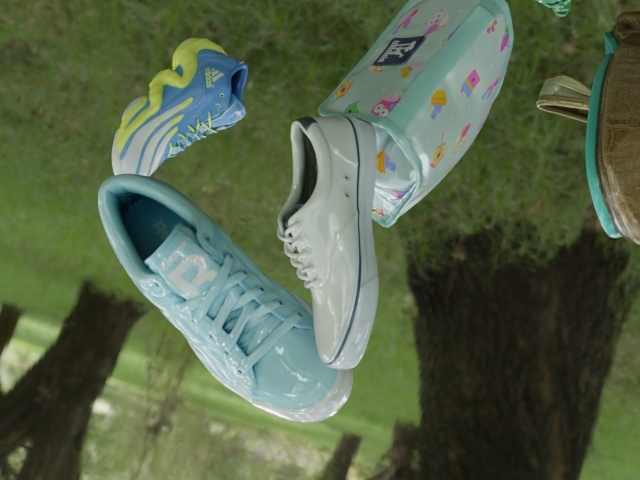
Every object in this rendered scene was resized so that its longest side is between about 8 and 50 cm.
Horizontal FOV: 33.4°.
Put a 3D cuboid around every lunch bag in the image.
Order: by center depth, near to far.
[{"bbox_3d":[0.111,-0.163,1.238,0.160,0.223,0.262,38,164,6],"label":"lunch bag"}]

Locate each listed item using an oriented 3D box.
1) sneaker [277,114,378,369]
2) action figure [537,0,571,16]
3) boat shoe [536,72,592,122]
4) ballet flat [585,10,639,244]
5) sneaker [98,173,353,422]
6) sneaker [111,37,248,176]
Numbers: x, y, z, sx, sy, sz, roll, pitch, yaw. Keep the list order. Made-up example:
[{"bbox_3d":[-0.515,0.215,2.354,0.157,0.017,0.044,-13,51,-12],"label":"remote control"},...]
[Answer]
[{"bbox_3d":[0.000,0.000,1.070,0.091,0.258,0.094,3,172,-25],"label":"sneaker"},{"bbox_3d":[0.274,-0.369,1.314,0.137,0.063,0.232,3,142,29],"label":"action figure"},{"bbox_3d":[0.351,-0.161,1.357,0.153,0.048,0.056,25,163,-1],"label":"boat shoe"},{"bbox_3d":[0.262,-0.101,0.758,0.124,0.116,0.342,-10,-163,22],"label":"ballet flat"},{"bbox_3d":[-0.123,0.059,1.150,0.366,0.135,0.150,39,-179,26],"label":"sneaker"},{"bbox_3d":[-0.179,-0.167,1.423,0.126,0.240,0.091,18,160,26],"label":"sneaker"}]
